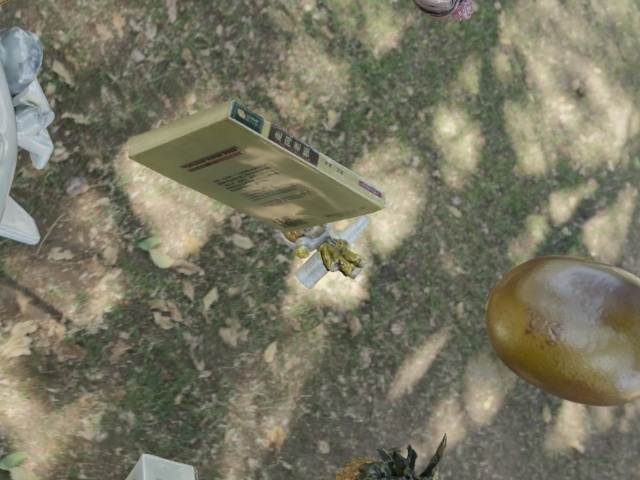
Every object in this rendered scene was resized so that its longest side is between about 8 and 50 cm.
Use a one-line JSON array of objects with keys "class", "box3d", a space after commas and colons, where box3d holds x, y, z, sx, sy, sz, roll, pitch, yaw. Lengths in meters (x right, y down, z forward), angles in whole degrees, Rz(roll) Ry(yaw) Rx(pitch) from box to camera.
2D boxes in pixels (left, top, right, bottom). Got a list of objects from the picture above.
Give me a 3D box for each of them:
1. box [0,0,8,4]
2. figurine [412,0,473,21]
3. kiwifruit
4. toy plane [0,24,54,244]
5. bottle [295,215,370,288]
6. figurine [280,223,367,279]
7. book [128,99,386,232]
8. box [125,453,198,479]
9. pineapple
[{"class": "box", "box3d": [-0.488, -0.485, 1.165, 0.239, 0.153, 0.074, -34, 69, -14]}, {"class": "figurine", "box3d": [0.120, -0.270, 0.743, 0.054, 0.072, 0.129, -67, 161, 0]}, {"class": "kiwifruit", "box3d": [0.333, 0.115, 0.969, 0.196, 0.233, 0.196, -45, 146, -43]}, {"class": "toy plane", "box3d": [-0.264, -0.097, 0.457, 0.267, 0.122, 0.267, 54, 18, -27]}, {"class": "bottle", "box3d": [0.033, 0.024, 1.728, 0.217, 0.060, 0.060, -44, 109, 11]}, {"class": "figurine", "box3d": [0.003, -0.002, 1.075, 0.143, 0.068, 0.101, 18, 53, -14]}, {"class": "book", "box3d": [-0.062, -0.068, 0.763, 0.230, 0.161, 0.026, 26, 63, -43]}, {"class": "box", "box3d": [-0.278, 0.524, 1.161, 0.106, 0.299, 0.200, 26, 110, -27]}, {"class": "pineapple", "box3d": [0.091, 0.312, 0.912, 0.119, 0.277, 0.130, 24, 66, -6]}]
